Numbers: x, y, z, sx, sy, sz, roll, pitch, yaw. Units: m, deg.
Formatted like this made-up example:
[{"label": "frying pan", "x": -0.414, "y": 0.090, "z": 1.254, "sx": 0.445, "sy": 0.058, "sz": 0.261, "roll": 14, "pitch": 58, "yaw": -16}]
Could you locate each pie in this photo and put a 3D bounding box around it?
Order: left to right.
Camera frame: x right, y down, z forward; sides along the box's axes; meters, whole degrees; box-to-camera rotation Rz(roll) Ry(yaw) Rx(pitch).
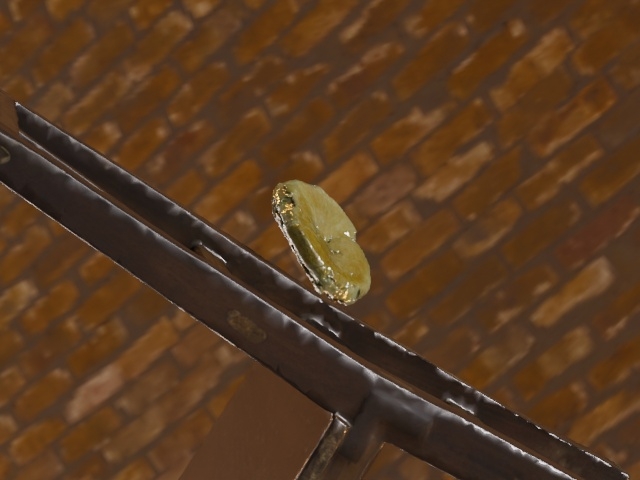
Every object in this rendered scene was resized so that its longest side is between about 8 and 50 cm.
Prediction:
[{"label": "pie", "x": 0.000, "y": 0.000, "z": 1.121, "sx": 0.020, "sy": 0.084, "sz": 0.084, "roll": -34, "pitch": -92, "yaw": 22}]

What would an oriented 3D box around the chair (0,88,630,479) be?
[{"label": "chair", "x": -0.050, "y": 0.134, "z": 0.918, "sx": 0.416, "sy": 0.203, "sz": 0.240, "roll": 31, "pitch": -85, "yaw": -13}]
